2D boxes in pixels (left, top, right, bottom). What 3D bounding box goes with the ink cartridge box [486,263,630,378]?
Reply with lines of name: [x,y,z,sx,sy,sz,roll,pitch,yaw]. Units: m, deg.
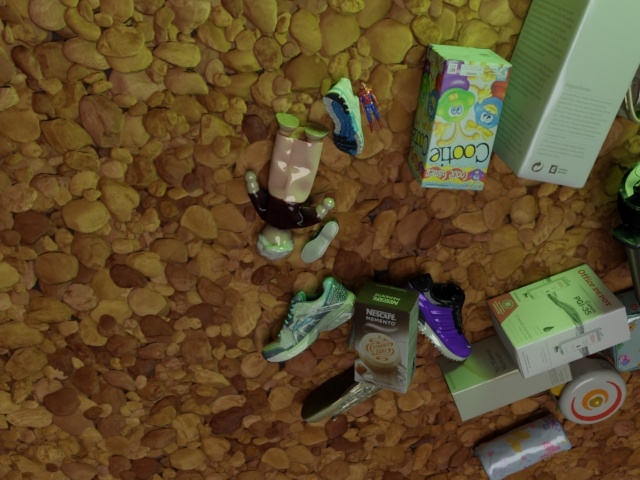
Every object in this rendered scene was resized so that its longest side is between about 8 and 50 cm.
ink cartridge box: [0.597,0.199,1.739,0.283,0.207,0.117,-22,121,3]

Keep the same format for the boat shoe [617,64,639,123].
boat shoe: [0.697,-0.403,1.481,0.109,0.098,0.302,-6,120,-5]

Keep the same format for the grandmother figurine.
grandmother figurine: [-0.070,-0.101,1.543,0.208,0.104,0.342,23,119,10]

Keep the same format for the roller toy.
roller toy: [0.737,0.406,1.910,0.191,0.146,0.209,-29,118,7]

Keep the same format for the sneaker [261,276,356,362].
sneaker: [-0.045,0.193,1.718,0.283,0.110,0.122,-37,100,9]

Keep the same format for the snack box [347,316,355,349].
snack box: [0.150,0.244,1.795,0.141,0.037,0.100,10,116,-13]

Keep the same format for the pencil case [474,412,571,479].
pencil case: [0.597,0.615,2.026,0.273,0.113,0.124,-28,128,8]

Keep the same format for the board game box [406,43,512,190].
board game box: [0.289,-0.263,1.473,0.142,0.144,0.275,2,118,-9]

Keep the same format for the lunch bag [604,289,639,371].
lunch bag: [0.898,0.233,1.861,0.279,0.108,0.224,-16,123,1]

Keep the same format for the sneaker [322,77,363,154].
sneaker: [0.064,-0.267,1.484,0.071,0.083,0.190,11,145,22]

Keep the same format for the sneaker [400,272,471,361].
sneaker: [0.323,0.190,1.754,0.146,0.102,0.293,-41,117,13]

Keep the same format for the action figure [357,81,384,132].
action figure: [0.108,-0.292,1.498,0.038,0.030,0.115,-19,118,8]

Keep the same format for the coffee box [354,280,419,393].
coffee box: [0.160,0.237,1.686,0.141,0.098,0.246,9,120,21]

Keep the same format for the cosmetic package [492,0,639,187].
cosmetic package: [0.510,-0.363,1.403,0.162,0.230,0.453,8,118,-13]

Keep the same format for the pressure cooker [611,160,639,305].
pressure cooker: [0.879,-0.041,1.545,0.376,0.370,0.420,-3,124,36]

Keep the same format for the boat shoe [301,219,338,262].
boat shoe: [0.000,0.000,1.638,0.046,0.038,0.125,35,109,-3]

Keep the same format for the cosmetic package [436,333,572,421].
cosmetic package: [0.486,0.341,1.831,0.310,0.160,0.113,-22,119,3]

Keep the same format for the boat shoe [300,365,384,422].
boat shoe: [0.079,0.414,1.841,0.285,0.104,0.089,-33,116,9]
